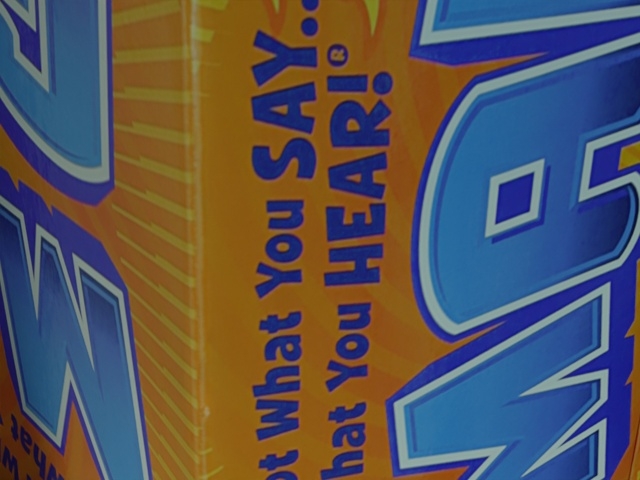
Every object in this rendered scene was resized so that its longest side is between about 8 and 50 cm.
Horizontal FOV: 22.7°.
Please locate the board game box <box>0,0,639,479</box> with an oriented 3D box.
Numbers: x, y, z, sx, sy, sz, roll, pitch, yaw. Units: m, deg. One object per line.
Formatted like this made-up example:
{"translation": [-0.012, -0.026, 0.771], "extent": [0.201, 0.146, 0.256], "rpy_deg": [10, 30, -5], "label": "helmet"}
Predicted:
{"translation": [0.014, -0.111, 0.614], "extent": [0.356, 0.356, 0.357], "rpy_deg": [-20, 130, -29], "label": "board game box"}
